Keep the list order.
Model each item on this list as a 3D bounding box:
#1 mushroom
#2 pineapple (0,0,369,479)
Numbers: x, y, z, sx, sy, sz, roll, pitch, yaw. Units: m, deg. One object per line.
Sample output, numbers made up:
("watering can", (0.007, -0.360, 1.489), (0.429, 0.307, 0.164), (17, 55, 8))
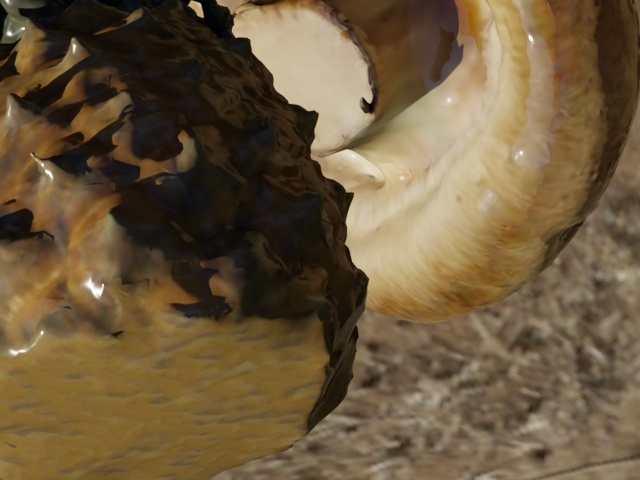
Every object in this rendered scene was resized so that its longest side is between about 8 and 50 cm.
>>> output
("mushroom", (0.027, -0.097, 0.878), (0.278, 0.146, 0.278), (26, 127, 41))
("pineapple", (-0.069, -0.054, 0.564), (0.128, 0.128, 0.248), (-22, 59, 9))
